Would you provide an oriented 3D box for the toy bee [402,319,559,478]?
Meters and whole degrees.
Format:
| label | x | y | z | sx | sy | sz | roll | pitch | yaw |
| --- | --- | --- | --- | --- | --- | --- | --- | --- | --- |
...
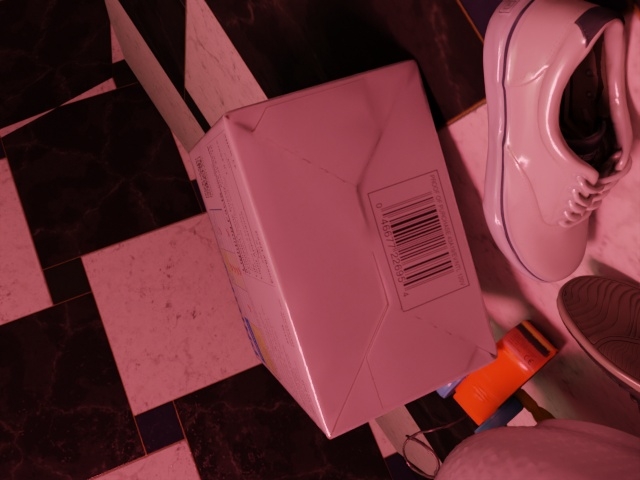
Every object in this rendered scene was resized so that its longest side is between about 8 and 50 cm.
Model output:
| label | x | y | z | sx | sy | sz | roll | pitch | yaw |
| --- | --- | --- | --- | --- | --- | --- | --- | --- | --- |
| toy bee | 0.226 | 0.188 | 0.817 | 0.298 | 0.162 | 0.195 | -36 | 80 | 51 |

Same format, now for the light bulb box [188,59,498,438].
| label | x | y | z | sx | sy | sz | roll | pitch | yaw |
| --- | --- | --- | --- | --- | --- | --- | --- | --- | --- |
| light bulb box | 0.000 | 0.000 | 0.792 | 0.361 | 0.225 | 0.358 | -170 | 62 | -72 |

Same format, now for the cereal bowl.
| label | x | y | z | sx | sy | sz | roll | pitch | yaw |
| --- | --- | --- | --- | --- | --- | --- | --- | --- | --- |
| cereal bowl | 0.295 | 0.291 | 0.644 | 0.339 | 0.141 | 0.339 | 21 | 154 | 11 |

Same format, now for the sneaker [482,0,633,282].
| label | x | y | z | sx | sy | sz | roll | pitch | yaw |
| --- | --- | --- | --- | --- | --- | --- | --- | --- | --- |
| sneaker | 0.182 | -0.055 | 0.458 | 0.091 | 0.094 | 0.258 | 46 | 163 | 52 |

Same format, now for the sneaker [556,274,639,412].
| label | x | y | z | sx | sy | sz | roll | pitch | yaw |
| --- | --- | --- | --- | --- | --- | --- | --- | --- | --- |
| sneaker | 0.293 | 0.132 | 0.525 | 0.222 | 0.083 | 0.118 | 45 | 162 | 34 |
